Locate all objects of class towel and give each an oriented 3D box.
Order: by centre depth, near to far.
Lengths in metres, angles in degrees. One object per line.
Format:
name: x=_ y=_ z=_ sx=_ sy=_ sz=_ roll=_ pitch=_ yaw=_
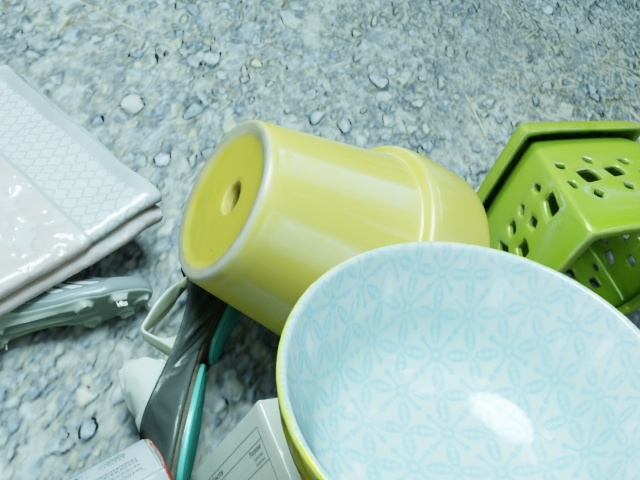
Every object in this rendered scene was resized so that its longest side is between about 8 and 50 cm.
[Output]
towel: x=-0.388 y=-0.054 z=0.740 sx=0.332 sy=0.053 sz=0.317 roll=38 pitch=53 yaw=25

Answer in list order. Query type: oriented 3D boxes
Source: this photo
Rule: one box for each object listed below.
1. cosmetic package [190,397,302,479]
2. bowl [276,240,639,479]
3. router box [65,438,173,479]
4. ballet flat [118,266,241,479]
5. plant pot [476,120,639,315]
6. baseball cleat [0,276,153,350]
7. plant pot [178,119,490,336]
cosmetic package: x=0.013 y=0.300 z=0.582 sx=0.113 sy=0.160 sz=0.309 roll=1 pitch=51 yaw=-39
bowl: x=0.104 y=0.149 z=0.530 sx=0.289 sy=0.156 sz=0.289 roll=5 pitch=39 yaw=-4
router box: x=-0.189 y=0.337 z=0.405 sx=0.335 sy=0.082 sz=0.301 roll=-25 pitch=97 yaw=-21
ballet flat: x=-0.148 y=0.128 z=0.721 sx=0.096 sy=0.095 sz=0.280 roll=10 pitch=44 yaw=3
plant pot: x=0.332 y=-0.030 z=0.902 sx=0.228 sy=0.227 sz=0.207 roll=-5 pitch=53 yaw=-21
baseball cleat: x=-0.287 y=0.048 z=0.733 sx=0.206 sy=0.072 sz=0.109 roll=-12 pitch=62 yaw=-26
plant pot: x=0.000 y=0.000 z=0.705 sx=0.239 sy=0.254 sz=0.254 roll=24 pitch=49 yaw=-32
